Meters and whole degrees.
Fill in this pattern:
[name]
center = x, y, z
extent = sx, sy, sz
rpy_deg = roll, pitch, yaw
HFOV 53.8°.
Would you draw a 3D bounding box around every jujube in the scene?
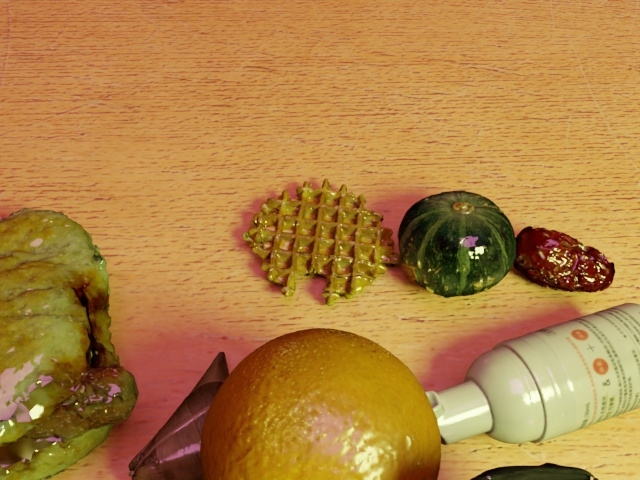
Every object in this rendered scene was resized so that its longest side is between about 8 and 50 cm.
[jujube]
center = 0.388, 0.037, 1.012
extent = 0.166, 0.104, 0.104
rpy_deg = 21, 58, 7

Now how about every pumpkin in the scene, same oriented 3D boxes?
[pumpkin]
center = 0.212, 0.004, 0.990
extent = 0.190, 0.146, 0.190
rpy_deg = -6, 23, 2

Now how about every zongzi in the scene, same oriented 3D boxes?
[zongzi]
center = -0.186, 0.244, 0.854
extent = 0.160, 0.078, 0.176
rpy_deg = -15, 49, -13

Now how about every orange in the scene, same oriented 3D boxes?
[orange]
center = 0.001, 0.228, 0.708
extent = 0.274, 0.274, 0.274
rpy_deg = 2, 57, -3

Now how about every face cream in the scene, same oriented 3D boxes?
[face cream]
center = 0.295, 0.201, 0.872
extent = 0.369, 0.145, 0.145
rpy_deg = -14, 59, -12

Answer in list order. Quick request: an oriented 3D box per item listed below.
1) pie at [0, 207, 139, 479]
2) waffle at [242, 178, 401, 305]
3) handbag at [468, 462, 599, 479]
[pie]
center = -0.464, 0.143, 0.843
extent = 0.395, 0.180, 0.418
rpy_deg = -22, 52, -19
[waffle]
center = 0.000, 0.000, 1.036
extent = 0.228, 0.051, 0.231
rpy_deg = -29, 63, -20
[handbag]
center = 0.132, 0.342, 0.615
extent = 0.342, 0.288, 0.152
rpy_deg = -48, 49, 6
